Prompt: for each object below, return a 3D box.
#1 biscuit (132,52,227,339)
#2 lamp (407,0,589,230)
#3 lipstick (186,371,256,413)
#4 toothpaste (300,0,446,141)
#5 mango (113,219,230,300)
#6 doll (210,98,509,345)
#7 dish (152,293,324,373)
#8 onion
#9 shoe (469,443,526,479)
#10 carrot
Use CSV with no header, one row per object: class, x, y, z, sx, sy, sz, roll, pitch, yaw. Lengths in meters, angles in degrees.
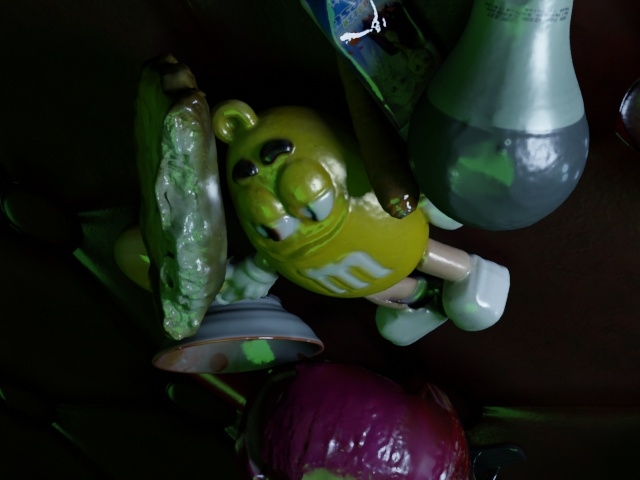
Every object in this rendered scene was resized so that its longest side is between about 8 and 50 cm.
biscuit,-0.169,-0.065,1.095,0.078,0.329,0.335,-8,165,-19
lamp,0.199,-0.148,0.908,0.181,0.182,0.314,24,130,1
lipstick,-0.140,0.255,1.617,0.279,0.073,0.073,39,139,-17
toothpaste,0.047,-0.227,0.965,0.266,0.096,0.061,48,177,-23
mango,-0.213,0.036,1.395,0.194,0.092,0.130,14,139,-1
doll,0.037,0.005,1.168,0.422,0.161,0.348,14,136,-11
dish,-0.128,0.138,1.423,0.260,0.085,0.260,-5,163,-2
onion,0.037,0.403,1.413,0.398,0.420,0.398,11,151,6
shoe,0.274,0.382,1.562,0.062,0.053,0.159,38,137,-22
carrot,0.056,-0.122,1.013,0.048,0.048,0.216,-39,66,49
